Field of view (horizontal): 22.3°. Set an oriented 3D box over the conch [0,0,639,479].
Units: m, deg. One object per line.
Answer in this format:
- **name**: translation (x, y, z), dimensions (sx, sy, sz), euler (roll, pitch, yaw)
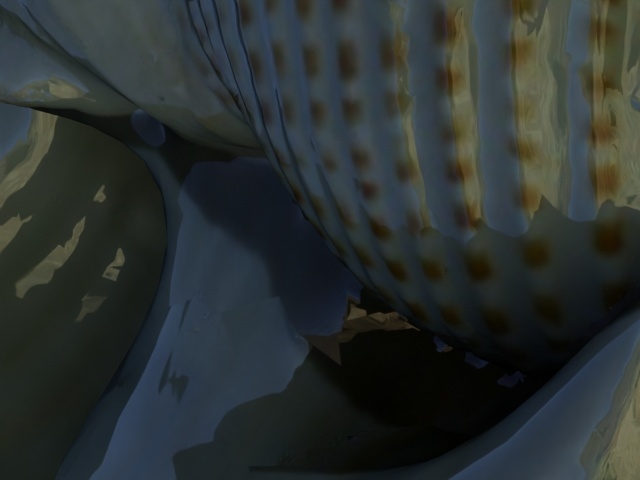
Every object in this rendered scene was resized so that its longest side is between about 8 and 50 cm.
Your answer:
- **conch**: translation (0.014, 0.005, 0.475), dimensions (0.215, 0.319, 0.303), euler (27, -113, -39)
